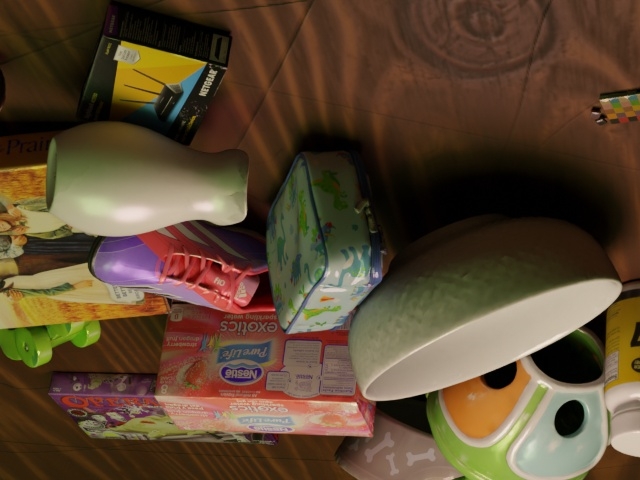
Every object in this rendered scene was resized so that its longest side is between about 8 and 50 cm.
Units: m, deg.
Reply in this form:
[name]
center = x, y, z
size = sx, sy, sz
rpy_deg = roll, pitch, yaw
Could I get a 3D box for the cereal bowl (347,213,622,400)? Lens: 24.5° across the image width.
[cereal bowl]
center = 0.183, 0.065, 1.785
size = 0.339, 0.141, 0.339
rpy_deg = -19, 162, -6

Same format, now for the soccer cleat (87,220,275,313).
[soccer cleat]
center = -0.143, 0.034, 1.793
size = 0.116, 0.108, 0.318
rpy_deg = 38, -164, 34

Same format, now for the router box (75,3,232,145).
[router box]
center = -0.181, -0.173, 1.578
size = 0.133, 0.046, 0.179
rpy_deg = 13, 153, -12

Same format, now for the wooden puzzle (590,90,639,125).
[wooden puzzle]
center = 0.325, -0.141, 1.558
size = 0.083, 0.006, 0.049
rpy_deg = -6, 150, 25

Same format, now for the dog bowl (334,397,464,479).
[dog bowl]
center = 0.202, 0.330, 2.239
size = 0.349, 0.102, 0.349
rpy_deg = 16, -175, -1

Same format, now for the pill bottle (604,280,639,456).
[pill bottle]
center = 0.428, 0.167, 1.906
size = 0.119, 0.208, 0.119
rpy_deg = 5, 153, 3

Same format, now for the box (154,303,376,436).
[box]
center = -0.072, 0.190, 2.136
size = 0.300, 0.154, 0.142
rpy_deg = 0, 152, 12

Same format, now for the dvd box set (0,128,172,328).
[dvd box set]
center = -0.418, -0.001, 1.825
size = 0.420, 0.062, 0.307
rpy_deg = -5, 139, 4

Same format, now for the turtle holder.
[turtle holder]
center = 0.318, 0.230, 2.030
size = 0.320, 0.243, 0.227
rpy_deg = 21, 134, -7

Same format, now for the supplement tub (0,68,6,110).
[supplement tub]
center = -0.441, -0.145, 1.634
size = 0.106, 0.106, 0.198
rpy_deg = 28, 146, -35

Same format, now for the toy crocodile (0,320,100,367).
[toy crocodile]
center = -0.358, 0.093, 2.088
size = 0.115, 0.105, 0.340
rpy_deg = -23, 171, -38

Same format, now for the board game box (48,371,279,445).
[board game box]
center = -0.258, 0.283, 2.481
size = 0.347, 0.056, 0.208
rpy_deg = 0, 148, 14

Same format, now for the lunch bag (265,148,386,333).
[lunch bag]
center = 0.000, 0.000, 1.733
size = 0.090, 0.176, 0.219
rpy_deg = -4, 155, -18

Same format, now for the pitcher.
[pitcher]
center = -0.201, -0.062, 1.642
size = 0.207, 0.125, 0.178
rpy_deg = 4, 173, -19
